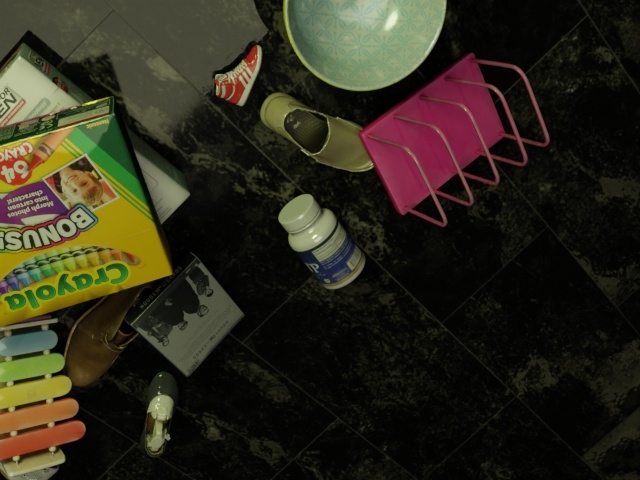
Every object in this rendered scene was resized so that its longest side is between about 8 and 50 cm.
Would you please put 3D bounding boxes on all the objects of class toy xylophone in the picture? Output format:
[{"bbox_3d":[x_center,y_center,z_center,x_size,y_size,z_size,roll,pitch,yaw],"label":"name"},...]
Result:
[{"bbox_3d":[-0.599,0.304,1.568,0.236,0.081,0.323,-17,108,-33],"label":"toy xylophone"}]

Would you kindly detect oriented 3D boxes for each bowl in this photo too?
[{"bbox_3d":[0.061,-0.426,1.430,0.289,0.156,0.290,-7,117,-13],"label":"bowl"}]

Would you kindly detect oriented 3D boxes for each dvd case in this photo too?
[{"bbox_3d":[-0.263,0.153,1.606,0.179,0.029,0.239,-47,144,-13],"label":"dvd case"}]

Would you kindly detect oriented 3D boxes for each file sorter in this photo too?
[{"bbox_3d":[0.266,-0.191,1.553,0.290,0.182,0.202,-37,120,-12],"label":"file sorter"}]

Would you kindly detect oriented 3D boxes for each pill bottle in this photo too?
[{"bbox_3d":[0.000,0.000,1.641,0.112,0.112,0.187,-36,119,3],"label":"pill bottle"}]

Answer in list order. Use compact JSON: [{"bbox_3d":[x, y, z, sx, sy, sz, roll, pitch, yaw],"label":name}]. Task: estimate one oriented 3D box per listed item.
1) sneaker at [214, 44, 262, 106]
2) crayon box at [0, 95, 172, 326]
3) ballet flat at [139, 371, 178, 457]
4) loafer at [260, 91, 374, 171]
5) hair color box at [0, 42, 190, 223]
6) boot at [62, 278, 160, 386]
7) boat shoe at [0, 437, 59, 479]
[{"bbox_3d":[-0.154,-0.310,1.486,0.067,0.042,0.119,14,112,-25],"label":"sneaker"},{"bbox_3d":[-0.471,-0.038,1.360,0.362,0.106,0.313,-17,120,-5],"label":"crayon box"},{"bbox_3d":[-0.348,0.385,1.747,0.074,0.074,0.203,8,112,-20],"label":"ballet flat"},{"bbox_3d":[0.009,-0.196,1.561,0.268,0.092,0.102,20,108,-24],"label":"loafer"},{"bbox_3d":[-0.437,-0.149,1.440,0.185,0.114,0.374,-45,119,8],"label":"hair color box"},{"bbox_3d":[-0.422,0.186,1.606,0.112,0.115,0.305,29,105,-28],"label":"boot"},{"bbox_3d":[-0.647,0.411,1.660,0.096,0.098,0.277,-34,128,0],"label":"boat shoe"}]
